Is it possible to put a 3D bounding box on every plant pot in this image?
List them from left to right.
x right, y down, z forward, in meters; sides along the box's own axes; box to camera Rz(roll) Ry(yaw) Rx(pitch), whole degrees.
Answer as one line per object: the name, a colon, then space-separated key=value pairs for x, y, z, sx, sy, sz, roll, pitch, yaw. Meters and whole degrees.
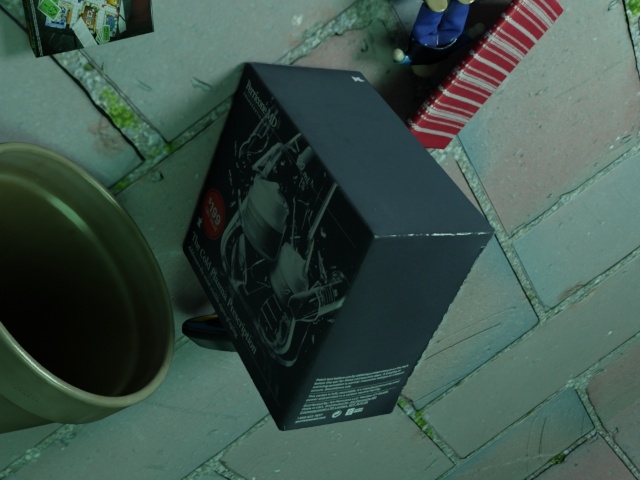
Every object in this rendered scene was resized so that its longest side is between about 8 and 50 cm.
plant pot: x=-0.374 y=0.096 z=1.109 sx=0.280 sy=0.323 sz=0.323 roll=-31 pitch=145 yaw=21

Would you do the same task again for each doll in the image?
doll: x=0.151 y=-0.262 z=1.242 sx=0.129 sy=0.046 sz=0.189 roll=-17 pitch=162 yaw=-12

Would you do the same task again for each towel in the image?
towel: x=0.216 y=-0.231 z=1.325 sx=0.275 sy=0.031 sz=0.199 roll=-50 pitch=165 yaw=18

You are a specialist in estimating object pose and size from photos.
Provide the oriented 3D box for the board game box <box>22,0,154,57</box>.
board game box: x=-0.241 y=-0.311 z=0.971 sx=0.136 sy=0.030 sz=0.260 roll=-15 pitch=138 yaw=-20

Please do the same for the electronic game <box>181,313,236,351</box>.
electronic game: x=-0.086 y=0.126 z=1.410 sx=0.229 sy=0.229 sz=0.048 roll=-1 pitch=93 yaw=-35

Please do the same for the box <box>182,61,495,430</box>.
box: x=0.000 y=0.000 z=1.218 sx=0.179 sy=0.343 sz=0.313 roll=-1 pitch=130 yaw=-34
